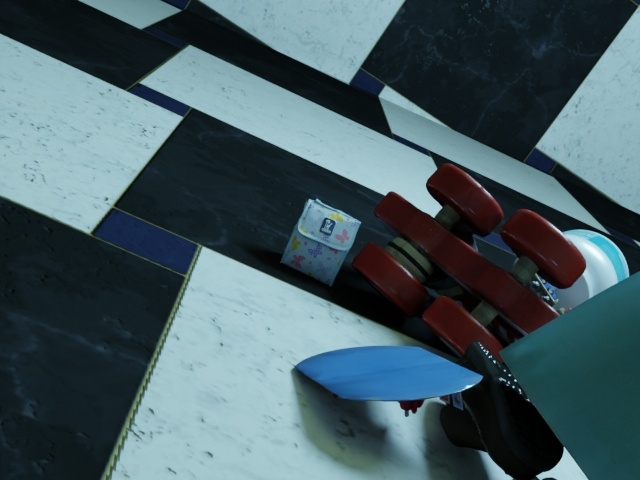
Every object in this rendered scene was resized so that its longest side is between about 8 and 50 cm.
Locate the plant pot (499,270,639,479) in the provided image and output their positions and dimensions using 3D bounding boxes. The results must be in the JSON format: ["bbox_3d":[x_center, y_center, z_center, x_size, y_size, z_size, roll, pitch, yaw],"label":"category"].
[{"bbox_3d":[0.314,0.132,0.695,0.293,0.235,0.293,52,5,-7],"label":"plant pot"}]

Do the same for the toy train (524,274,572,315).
[{"bbox_3d":[0.308,0.104,1.173,0.158,0.036,0.027,56,-19,10],"label":"toy train"}]

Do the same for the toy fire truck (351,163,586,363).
[{"bbox_3d":[0.195,0.064,1.124,0.302,0.169,0.254,39,-6,42],"label":"toy fire truck"}]

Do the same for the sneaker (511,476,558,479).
[{"bbox_3d":[0.186,0.219,0.791,0.083,0.032,0.037,10,27,-38],"label":"sneaker"}]

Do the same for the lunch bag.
[{"bbox_3d":[0.000,0.000,1.101,0.071,0.083,0.053,26,16,-2],"label":"lunch bag"}]

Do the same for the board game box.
[{"bbox_3d":[0.057,0.130,0.827,0.133,0.033,0.168,-5,9,-24],"label":"board game box"}]

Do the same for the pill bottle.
[{"bbox_3d":[0.349,0.061,1.317,0.146,0.146,0.264,31,14,18],"label":"pill bottle"}]

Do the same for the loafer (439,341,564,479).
[{"bbox_3d":[0.153,0.164,0.838,0.080,0.078,0.220,42,8,-6],"label":"loafer"}]
